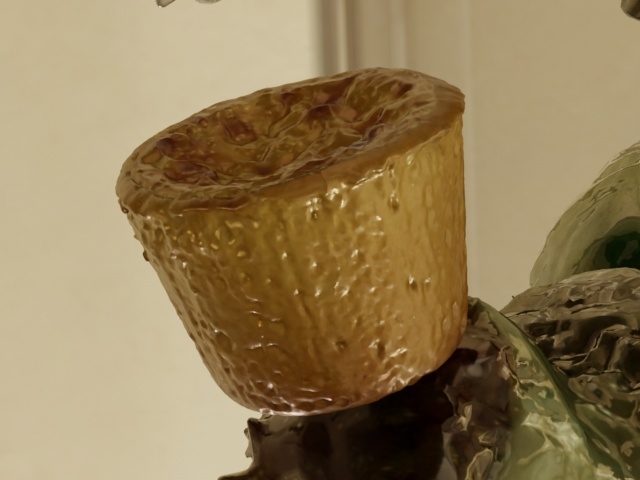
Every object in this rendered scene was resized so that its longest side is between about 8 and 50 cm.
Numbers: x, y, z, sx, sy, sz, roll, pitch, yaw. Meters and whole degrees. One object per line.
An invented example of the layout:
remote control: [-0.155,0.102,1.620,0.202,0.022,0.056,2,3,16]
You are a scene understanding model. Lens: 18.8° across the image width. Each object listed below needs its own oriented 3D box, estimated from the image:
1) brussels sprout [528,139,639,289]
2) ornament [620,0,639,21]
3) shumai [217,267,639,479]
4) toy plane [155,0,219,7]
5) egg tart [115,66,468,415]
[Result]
brussels sprout: [0.382,0.045,1.795,0.425,0.343,0.361,8,-169,39]
ornament: [0.271,-0.166,1.176,0.260,0.106,0.251,22,-154,-30]
shumai: [0.103,0.186,1.254,0.324,0.398,0.323,10,172,45]
toy plane: [-0.080,-0.211,1.053,0.174,0.174,0.080,-6,-164,-42]
egg tart: [0.000,0.000,1.076,0.202,0.147,0.202,-15,-159,6]
